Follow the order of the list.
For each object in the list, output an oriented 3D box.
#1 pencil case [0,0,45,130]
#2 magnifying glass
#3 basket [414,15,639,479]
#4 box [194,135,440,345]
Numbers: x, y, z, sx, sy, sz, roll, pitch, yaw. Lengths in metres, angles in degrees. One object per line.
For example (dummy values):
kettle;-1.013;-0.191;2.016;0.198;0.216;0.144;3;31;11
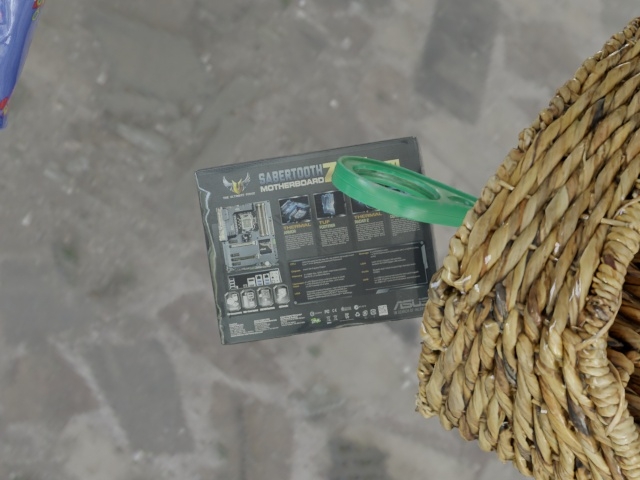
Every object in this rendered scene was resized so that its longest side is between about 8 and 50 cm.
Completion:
pencil case;-0.276;-0.231;1.248;0.133;0.306;0.119;22;23;-4
magnifying glass;0.121;-0.024;1.251;0.231;0.026;0.092;18;16;-8
basket;0.230;0.016;1.015;0.223;0.213;0.299;30;57;20
box;0.000;0.000;1.585;0.233;0.059;0.183;-9;91;5
